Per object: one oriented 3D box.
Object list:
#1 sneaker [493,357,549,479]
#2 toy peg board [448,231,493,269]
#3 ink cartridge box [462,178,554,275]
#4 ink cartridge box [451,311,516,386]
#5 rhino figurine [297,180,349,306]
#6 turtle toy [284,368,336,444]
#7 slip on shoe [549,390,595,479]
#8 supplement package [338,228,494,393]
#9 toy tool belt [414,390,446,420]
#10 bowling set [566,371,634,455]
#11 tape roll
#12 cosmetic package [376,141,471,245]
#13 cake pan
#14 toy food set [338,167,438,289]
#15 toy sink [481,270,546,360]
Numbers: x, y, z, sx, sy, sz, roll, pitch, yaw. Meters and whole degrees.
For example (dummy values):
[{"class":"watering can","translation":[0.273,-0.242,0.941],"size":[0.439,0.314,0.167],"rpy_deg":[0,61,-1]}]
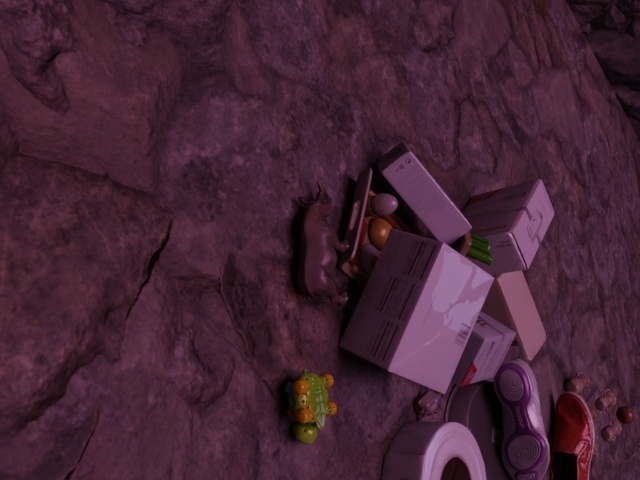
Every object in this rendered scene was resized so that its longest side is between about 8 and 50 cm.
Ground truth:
[{"class":"sneaker","translation":[0.501,0.435,1.668],"size":[0.152,0.114,0.305],"rpy_deg":[-2,86,-62]},{"class":"toy peg board","translation":[0.330,0.057,1.586],"size":[0.079,0.161,0.161],"rpy_deg":[24,22,0]},{"class":"ink cartridge box","translation":[0.459,-0.028,1.777],"size":[0.283,0.207,0.117],"rpy_deg":[-47,115,-45]},{"class":"ink cartridge box","translation":[0.343,0.242,1.592],"size":[0.176,0.127,0.128],"rpy_deg":[4,113,-51]},{"class":"rhino figurine","translation":[0.000,0.000,1.308],"size":[0.106,0.073,0.243],"rpy_deg":[20,64,-51]},{"class":"turtle toy","translation":[-0.023,0.292,1.206],"size":[0.095,0.066,0.130],"rpy_deg":[2,79,-51]},{"class":"slip on shoe","translation":[0.739,0.613,2.040],"size":[0.101,0.123,0.331],"rpy_deg":[25,66,-41]},{"class":"supplement package","translation":[0.196,0.143,1.383],"size":[0.204,0.145,0.262],"rpy_deg":[30,83,-42]},{"class":"toy tool belt","translation":[0.246,0.368,1.545],"size":[0.083,0.052,0.051],"rpy_deg":[-26,132,-48]},{"class":"bowling set","translation":[0.920,0.572,2.214],"size":[0.154,0.199,0.287],"rpy_deg":[0,85,-52]},{"class":"tape roll","translation":[0.246,0.528,1.456],"size":[0.286,0.100,0.286],"rpy_deg":[15,70,-48]},{"class":"cosmetic package","translation":[0.231,-0.104,1.542],"size":[0.231,0.085,0.117],"rpy_deg":[49,12,-15]},{"class":"cake pan","translation":[0.411,0.478,1.685],"size":[0.293,0.054,0.293],"rpy_deg":[16,67,-42]},{"class":"toy food set","translation":[0.164,0.014,1.490],"size":[0.306,0.092,0.220],"rpy_deg":[38,53,-39]},{"class":"toy sink","translation":[0.473,0.190,1.801],"size":[0.152,0.131,0.234],"rpy_deg":[-31,100,-50]}]
